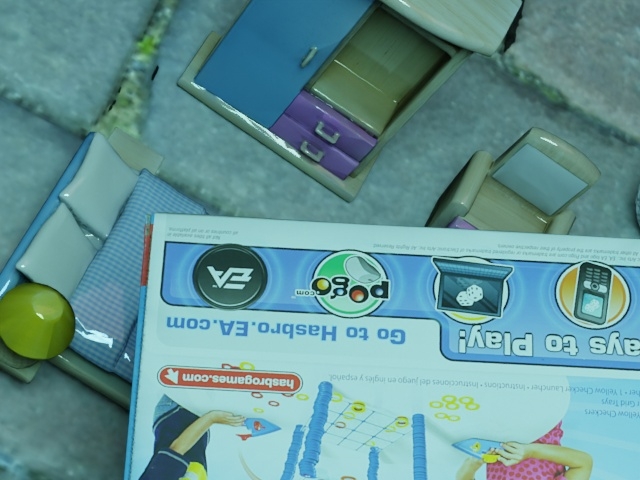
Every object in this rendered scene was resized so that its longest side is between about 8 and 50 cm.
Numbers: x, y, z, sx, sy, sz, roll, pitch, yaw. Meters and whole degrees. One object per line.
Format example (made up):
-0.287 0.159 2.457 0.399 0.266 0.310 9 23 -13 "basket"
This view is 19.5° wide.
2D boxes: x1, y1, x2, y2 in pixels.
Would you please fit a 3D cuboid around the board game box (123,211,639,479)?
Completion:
0.064 0.145 0.832 0.308 0.086 0.301 3 63 -1 "board game box"

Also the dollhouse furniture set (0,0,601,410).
0.000 0.000 1.066 0.286 0.198 0.303 34 56 -7 "dollhouse furniture set"

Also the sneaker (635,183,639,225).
0.409 -0.001 1.306 0.366 0.137 0.210 35 58 -3 "sneaker"
